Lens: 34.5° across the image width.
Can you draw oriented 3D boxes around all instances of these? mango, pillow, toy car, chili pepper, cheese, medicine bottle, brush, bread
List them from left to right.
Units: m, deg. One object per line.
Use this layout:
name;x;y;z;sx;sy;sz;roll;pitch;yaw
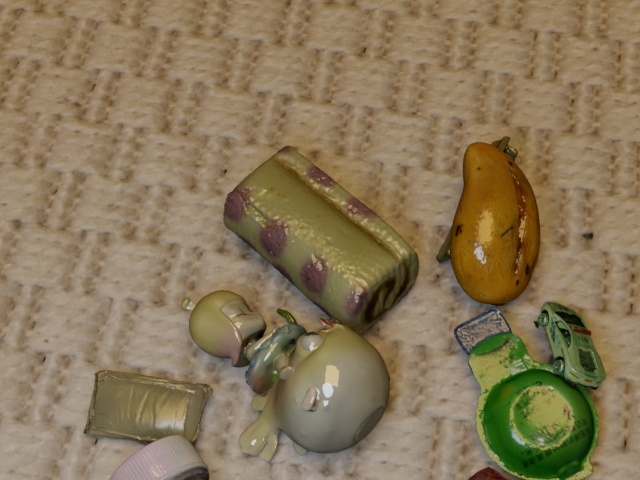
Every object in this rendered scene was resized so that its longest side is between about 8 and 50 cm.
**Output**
pillow;-0.291;0.285;1.737;0.208;0.053;0.119;9;66;6
medicine bottle;-0.197;0.449;1.584;0.165;0.165;0.273;-31;63;-15
chili pepper;-0.055;0.153;1.825;0.030;0.017;0.083;-14;62;-5
bread;0.000;0.000;1.831;0.338;0.155;0.187;39;61;23
brush;0.294;-0.074;1.923;0.048;0.054;0.282;35;66;-9
mango;0.313;-0.031;1.827;0.177;0.120;0.295;12;78;-32
cheese;0.339;0.261;1.718;0.204;0.083;0.320;-25;66;-10
toy car;0.425;0.169;1.745;0.093;0.058;0.186;15;39;-21

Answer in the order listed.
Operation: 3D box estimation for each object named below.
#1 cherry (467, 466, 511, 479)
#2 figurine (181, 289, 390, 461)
cherry;0.263;0.458;1.559;0.175;0.192;0.249;25;45;-28
figurine;-0.086;0.218;1.716;0.394;0.226;0.274;33;96;23
